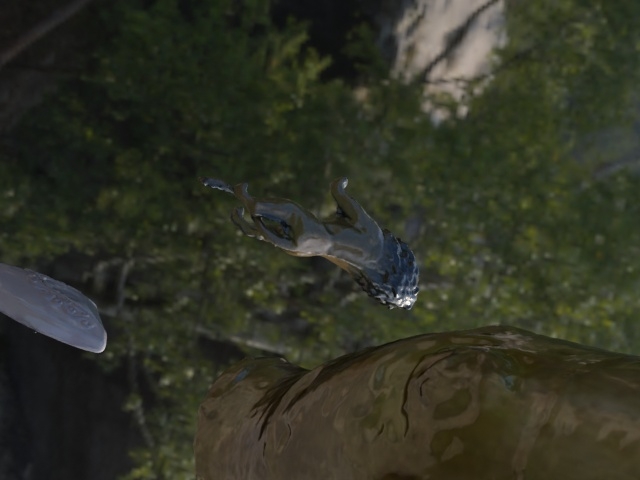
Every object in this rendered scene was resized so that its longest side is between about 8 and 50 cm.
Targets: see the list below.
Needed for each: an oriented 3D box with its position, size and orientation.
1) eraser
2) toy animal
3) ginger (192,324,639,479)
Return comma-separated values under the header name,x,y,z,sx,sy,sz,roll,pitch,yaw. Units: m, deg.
name,x,y,z,sx,sy,sz,roll,pitch,yaw
eraser,-0.434,0.078,1.953,0.059,0.243,0.204,-61,-159,5
toy animal,-0.002,-0.014,1.091,0.069,0.220,0.086,-50,-155,41
ginger,0.052,0.085,0.478,0.116,0.263,0.109,0,87,-39
